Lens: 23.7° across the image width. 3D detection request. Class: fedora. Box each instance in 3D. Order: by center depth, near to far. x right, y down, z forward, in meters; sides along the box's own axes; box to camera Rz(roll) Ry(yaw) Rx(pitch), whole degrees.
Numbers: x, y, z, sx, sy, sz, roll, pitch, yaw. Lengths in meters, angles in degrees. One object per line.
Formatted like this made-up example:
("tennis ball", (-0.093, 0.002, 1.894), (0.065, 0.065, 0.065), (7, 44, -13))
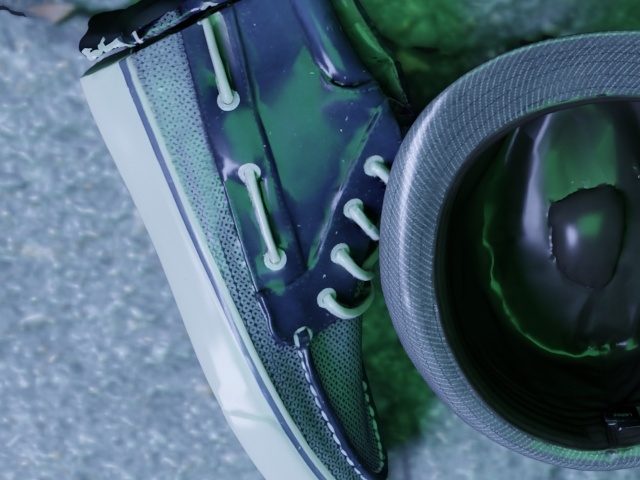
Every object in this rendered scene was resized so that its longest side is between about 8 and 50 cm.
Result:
("fedora", (0.157, -0.007, 0.876), (0.244, 0.124, 0.275), (-13, 114, 9))

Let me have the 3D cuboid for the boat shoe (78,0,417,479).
("boat shoe", (0.000, 0.000, 0.883), (0.158, 0.127, 0.340), (-22, 104, 17))
